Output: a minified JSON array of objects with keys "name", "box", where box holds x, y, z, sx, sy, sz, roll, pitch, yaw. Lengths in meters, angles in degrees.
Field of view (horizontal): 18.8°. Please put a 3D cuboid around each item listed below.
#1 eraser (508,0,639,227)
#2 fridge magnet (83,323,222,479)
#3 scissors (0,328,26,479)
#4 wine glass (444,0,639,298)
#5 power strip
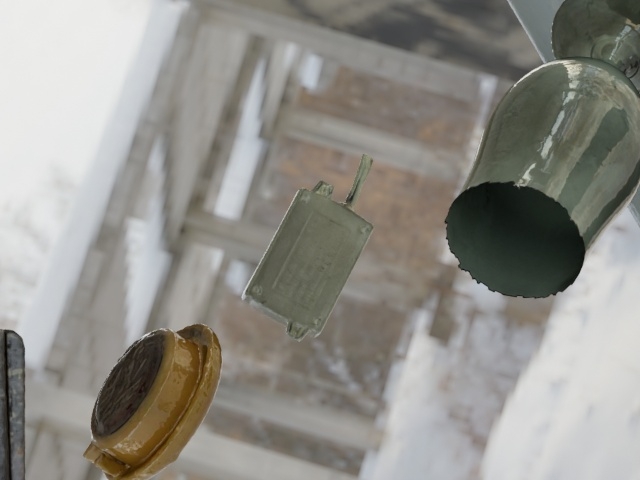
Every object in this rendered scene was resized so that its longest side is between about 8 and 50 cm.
[{"name":"eraser","box":[0.254,-0.136,1.443,0.174,0.227,0.081,-32,4,-25]},{"name":"fridge magnet","box":[-0.129,0.124,1.502,0.143,0.063,0.143,-43,27,28]},{"name":"scissors","box":[-0.162,0.190,0.962,0.024,0.160,0.317,101,169,-62]},{"name":"wine glass","box":[0.138,-0.056,1.068,0.202,0.093,0.093,-55,-17,-46]},{"name":"power strip","box":[0.000,0.000,1.643,0.175,0.075,0.042,-61,2,-12]}]
